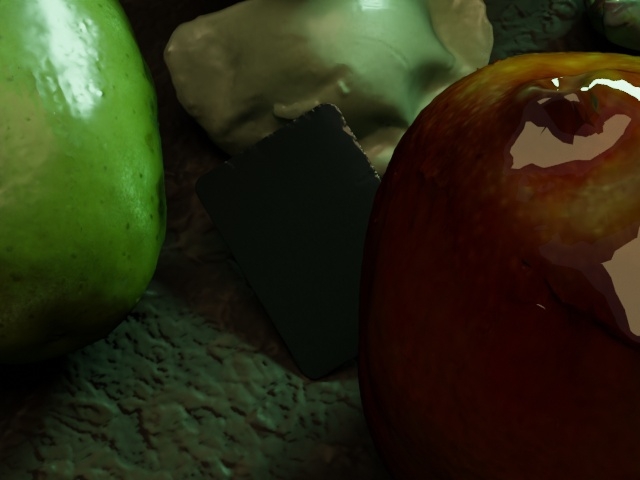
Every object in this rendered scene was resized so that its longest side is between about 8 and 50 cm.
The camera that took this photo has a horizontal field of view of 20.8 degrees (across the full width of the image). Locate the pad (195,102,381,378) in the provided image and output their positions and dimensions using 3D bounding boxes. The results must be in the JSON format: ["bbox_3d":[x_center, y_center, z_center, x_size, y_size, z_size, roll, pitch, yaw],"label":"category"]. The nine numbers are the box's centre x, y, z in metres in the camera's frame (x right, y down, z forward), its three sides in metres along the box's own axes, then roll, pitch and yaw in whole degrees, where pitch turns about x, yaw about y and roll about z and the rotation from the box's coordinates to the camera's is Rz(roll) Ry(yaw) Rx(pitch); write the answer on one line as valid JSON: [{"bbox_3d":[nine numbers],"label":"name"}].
[{"bbox_3d":[0.000,0.000,1.155,0.112,0.003,0.157,-31,85,4],"label":"pad"}]

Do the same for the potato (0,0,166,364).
[{"bbox_3d":[-0.208,-0.069,1.122,0.216,0.216,0.304,-18,74,-12],"label":"potato"}]

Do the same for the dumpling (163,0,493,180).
[{"bbox_3d":[0.010,-0.109,1.213,0.229,0.124,0.151,-8,97,-1],"label":"dumpling"}]

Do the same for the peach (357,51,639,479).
[{"bbox_3d":[0.166,0.054,0.976,0.290,0.372,0.372,2,60,1],"label":"peach"}]

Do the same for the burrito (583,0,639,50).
[{"bbox_3d":[0.307,-0.180,1.274,0.229,0.089,0.144,-3,46,-5],"label":"burrito"}]
